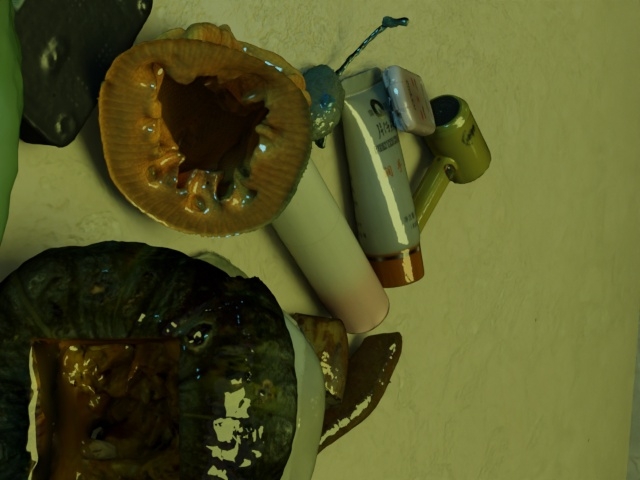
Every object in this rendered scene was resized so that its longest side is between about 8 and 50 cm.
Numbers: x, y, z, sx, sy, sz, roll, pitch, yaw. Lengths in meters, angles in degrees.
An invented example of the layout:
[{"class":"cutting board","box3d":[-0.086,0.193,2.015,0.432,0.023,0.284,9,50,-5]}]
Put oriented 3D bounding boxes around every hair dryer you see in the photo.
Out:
[{"class":"hair dryer","box3d":[0.174,-0.091,1.535,0.278,0.090,0.135,-60,141,-21]}]

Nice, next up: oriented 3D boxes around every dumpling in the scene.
[{"class":"dumpling","box3d":[-0.105,0.170,1.077,0.260,0.181,0.341,50,55,-37]}]

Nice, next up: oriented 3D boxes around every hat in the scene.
[{"class":"hat","box3d":[-0.119,-0.173,1.034,0.244,0.233,0.233,34,35,-29]}]

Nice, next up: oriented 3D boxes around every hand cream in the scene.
[{"class":"hand cream","box3d":[0.085,-0.091,1.404,0.140,0.089,0.314,-39,118,-56]}]

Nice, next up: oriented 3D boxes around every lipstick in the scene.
[{"class":"lipstick","box3d":[0.000,0.000,1.279,0.087,0.087,0.327,-62,141,-28]}]

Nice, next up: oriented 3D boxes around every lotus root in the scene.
[{"class":"lotus root","box3d":[-0.003,0.165,1.309,0.159,0.095,0.135,39,61,-59]}]

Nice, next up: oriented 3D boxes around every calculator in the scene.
[{"class":"calculator","box3d":[0.134,-0.207,1.440,0.175,0.032,0.100,-9,83,-70]}]

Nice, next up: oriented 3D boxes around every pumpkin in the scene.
[{"class":"pumpkin","box3d":[-0.175,0.152,0.851,0.192,0.320,0.320,109,-8,-85]}]

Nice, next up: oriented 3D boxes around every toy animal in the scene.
[{"class":"toy animal","box3d":[0.023,-0.211,1.273,0.253,0.079,0.070,-52,158,-30]}]

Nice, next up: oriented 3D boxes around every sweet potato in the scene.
[{"class":"sweet potato","box3d":[0.045,0.233,1.415,0.243,0.077,0.077,-53,137,-27]}]

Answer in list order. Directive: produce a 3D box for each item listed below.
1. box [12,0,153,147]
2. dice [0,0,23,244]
[{"class":"box","box3d":[-0.291,-0.257,0.822,0.350,0.058,0.211,51,55,-48]},{"class":"dice","box3d":[-0.363,-0.058,0.482,0.322,0.330,0.318,10,92,-49]}]
